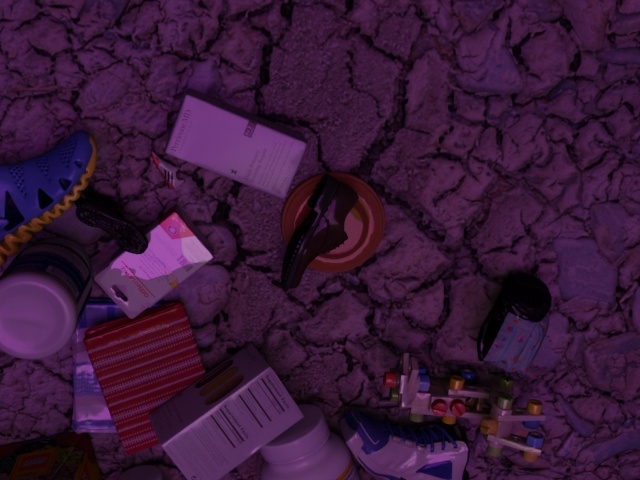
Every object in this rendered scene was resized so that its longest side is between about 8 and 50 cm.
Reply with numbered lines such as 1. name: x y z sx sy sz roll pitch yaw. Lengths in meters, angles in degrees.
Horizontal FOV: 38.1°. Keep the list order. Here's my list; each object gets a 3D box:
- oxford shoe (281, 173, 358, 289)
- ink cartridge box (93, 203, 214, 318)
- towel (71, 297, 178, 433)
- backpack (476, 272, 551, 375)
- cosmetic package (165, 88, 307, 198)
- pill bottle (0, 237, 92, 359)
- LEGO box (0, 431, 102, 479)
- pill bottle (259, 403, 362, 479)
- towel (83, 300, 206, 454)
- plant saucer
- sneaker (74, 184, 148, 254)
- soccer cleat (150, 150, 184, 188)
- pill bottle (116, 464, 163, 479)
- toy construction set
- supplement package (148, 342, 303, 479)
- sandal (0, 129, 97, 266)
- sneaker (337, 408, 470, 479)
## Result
1. oxford shoe: 0.000 0.000 1.692 0.096 0.083 0.227 25 105 -17
2. ink cartridge box: -0.309 0.041 1.722 0.198 0.067 0.115 -37 107 4
3. towel: -0.380 0.249 1.803 0.209 0.034 0.284 2 107 -7
4. backpack: 0.374 0.171 1.784 0.115 0.152 0.182 25 121 14
5. cosmetic package: -0.152 -0.173 1.661 0.231 0.085 0.117 19 105 -12
6. pill bottle: -0.483 0.090 1.622 0.153 0.264 0.153 -1 106 -4
7. LEGO box: -0.500 0.679 1.752 0.193 0.372 0.500 -11 108 -1
8. pill bottle: -0.008 0.502 1.835 0.188 0.188 0.333 -20 108 2
9. towel: -0.322 0.263 1.781 0.199 0.031 0.274 -19 112 -13
10. plant saucer: 0.025 -0.030 1.747 0.200 0.037 0.199 -1 108 -4
11. sneaker: -0.378 -0.043 1.672 0.170 0.089 0.051 32 108 -7
12. soccer cleat: -0.281 -0.132 1.693 0.036 0.029 0.083 -32 111 -4
13. pill bottle: -0.341 0.569 1.861 0.124 0.124 0.221 -9 108 -2
14. toy construction set: 0.258 0.314 1.783 0.328 0.215 0.151 21 104 -11
15. supplement package: -0.180 0.333 1.761 0.244 0.139 0.133 -35 114 -9
16. sandal: -0.525 -0.085 1.624 0.317 0.126 0.138 -41 121 5
17. sneaker: 0.192 0.414 1.868 0.182 0.127 0.315 -44 113 5
